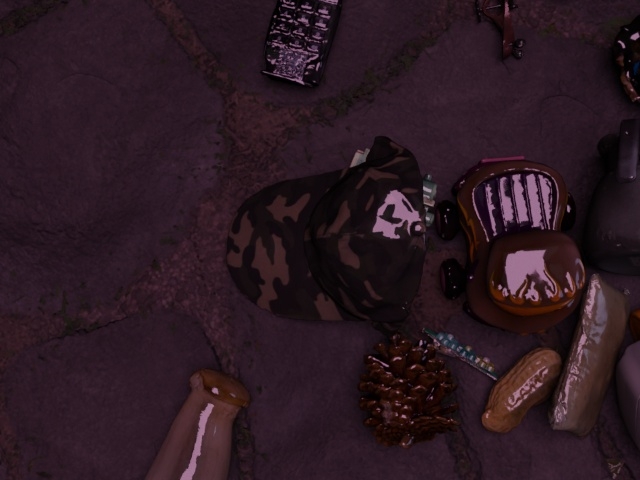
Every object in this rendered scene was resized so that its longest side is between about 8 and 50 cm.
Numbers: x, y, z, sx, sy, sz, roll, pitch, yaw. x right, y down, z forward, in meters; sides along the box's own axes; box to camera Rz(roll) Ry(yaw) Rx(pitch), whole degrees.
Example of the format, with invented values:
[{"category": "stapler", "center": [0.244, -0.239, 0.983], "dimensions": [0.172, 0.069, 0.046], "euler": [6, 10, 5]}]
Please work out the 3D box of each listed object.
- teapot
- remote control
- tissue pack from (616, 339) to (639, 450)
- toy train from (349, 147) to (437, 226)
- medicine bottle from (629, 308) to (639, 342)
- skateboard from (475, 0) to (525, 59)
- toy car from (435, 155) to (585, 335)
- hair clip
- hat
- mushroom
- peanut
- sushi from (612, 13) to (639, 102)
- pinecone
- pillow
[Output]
[{"category": "teapot", "center": [0.574, -0.099, 1.701], "dimensions": [0.305, 0.223, 0.285], "euler": [15, 72, -32]}, {"category": "remote control", "center": [-0.010, -0.495, 1.833], "dimensions": [0.144, 0.062, 0.399], "euler": [15, 81, 0]}, {"category": "tissue pack", "center": [0.714, 0.277, 1.631], "dimensions": [0.333, 0.236, 0.229], "euler": [-18, 127, -2]}, {"category": "toy train", "center": [0.135, -0.095, 1.778], "dimensions": [0.194, 0.081, 0.125], "euler": [21, 79, 3]}, {"category": "medicine bottle", "center": [0.692, 0.147, 1.744], "dimensions": [0.191, 0.096, 0.096], "euler": [-20, 84, -3]}, {"category": "skateboard", "center": [0.356, -0.432, 1.837], "dimensions": [0.080, 0.067, 0.151], "euler": [-10, 77, 8]}, {"category": "toy car", "center": [0.359, 0.002, 1.686], "dimensions": [0.271, 0.240, 0.341], "euler": [-6, 82, -2]}, {"category": "hair clip", "center": [0.267, 0.214, 1.756], "dimensions": [0.172, 0.049, 0.049], "euler": [27, 83, 4]}, {"category": "hat", "center": [0.000, 0.000, 1.657], "dimensions": [0.381, 0.257, 0.366], "euler": [-6, 82, 6]}, {"category": "mushroom", "center": [-0.240, 0.436, 1.680], "dimensions": [0.154, 0.137, 0.407], "euler": [24, 89, 15]}, {"category": "peanut", "center": [0.377, 0.281, 1.731], "dimensions": [0.194, 0.093, 0.083], "euler": [-49, 53, 3]}, {"category": "sushi", "center": [0.690, -0.351, 1.770], "dimensions": [0.238, 0.218, 0.225], "euler": [-23, 121, -29]}, {"category": "pinecone", "center": [0.157, 0.268, 1.683], "dimensions": [0.185, 0.168, 0.212], "euler": [-12, 79, 15]}, {"category": "pillow", "center": [0.498, 0.213, 1.706], "dimensions": [0.075, 0.185, 0.303], "euler": [13, 81, 39]}]
